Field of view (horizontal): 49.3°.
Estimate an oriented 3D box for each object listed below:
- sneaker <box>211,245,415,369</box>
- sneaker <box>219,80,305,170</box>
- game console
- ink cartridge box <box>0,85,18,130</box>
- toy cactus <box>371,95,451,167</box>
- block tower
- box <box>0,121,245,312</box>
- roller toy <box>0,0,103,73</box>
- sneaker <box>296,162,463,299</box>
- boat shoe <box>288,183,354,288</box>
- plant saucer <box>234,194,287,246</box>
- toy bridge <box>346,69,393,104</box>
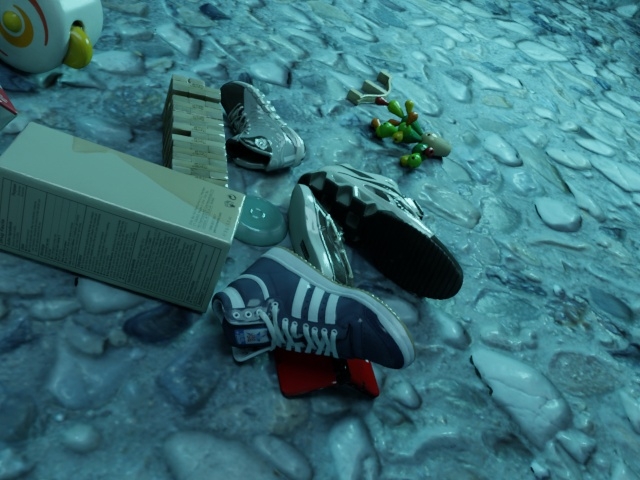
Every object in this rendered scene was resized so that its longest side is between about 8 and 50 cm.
[{"bbox_3d":[-0.023,0.117,0.911,0.153,0.099,0.282,-34,46,-31],"label":"sneaker"},{"bbox_3d":[-0.142,-0.210,1.288,0.229,0.086,0.132,44,44,20],"label":"sneaker"},{"bbox_3d":[0.004,0.164,0.995,0.124,0.085,0.144,37,26,-40],"label":"game console"},{"bbox_3d":[-0.594,-0.273,1.010,0.273,0.114,0.197,50,3,27],"label":"ink cartridge box"},{"bbox_3d":[0.207,-0.231,1.503,0.181,0.112,0.219,15,30,-28],"label":"toy cactus"},{"bbox_3d":[-0.214,-0.148,1.168,0.091,0.097,0.335,8,43,-20],"label":"block tower"},{"bbox_3d":[-0.276,-0.029,0.957,0.311,0.148,0.121,20,37,-9],"label":"box"},{"bbox_3d":[-0.497,-0.396,1.221,0.191,0.209,0.146,-5,29,26],"label":"roller toy"},{"bbox_3d":[0.127,-0.037,1.204,0.330,0.122,0.146,40,42,17],"label":"sneaker"},{"bbox_3d":[0.000,0.000,1.136,0.070,0.077,0.219,3,52,-25],"label":"boat shoe"},{"bbox_3d":[-0.108,-0.039,1.159,0.119,0.021,0.119,15,40,-13],"label":"plant saucer"},{"bbox_3d":[0.128,-0.354,1.646,0.063,0.026,0.188,35,39,10],"label":"toy bridge"}]
